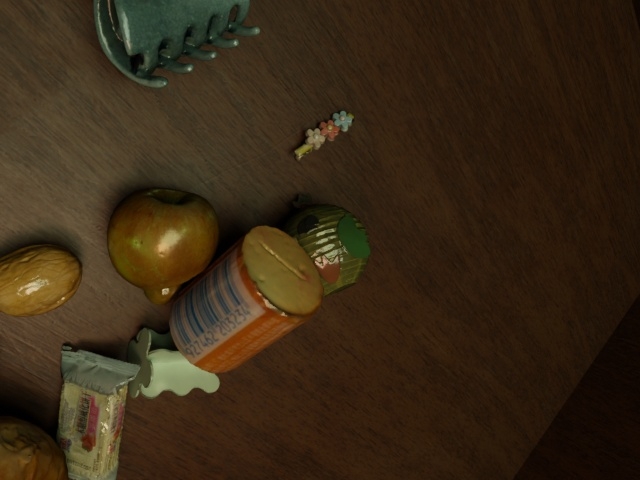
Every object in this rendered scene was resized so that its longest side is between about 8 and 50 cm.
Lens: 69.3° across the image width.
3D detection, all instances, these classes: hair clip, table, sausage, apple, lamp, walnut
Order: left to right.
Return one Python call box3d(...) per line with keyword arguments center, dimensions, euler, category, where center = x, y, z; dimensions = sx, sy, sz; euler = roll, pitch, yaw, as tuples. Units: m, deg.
box3d(center=(-0.568, 0.078, 0.925), dimensions=(0.180, 0.144, 0.144), euler=(-20, 113, -35), category="walnut")
box3d(center=(-0.367, 0.107, 1.082), dimensions=(0.074, 0.089, 0.089), euler=(45, 79, -19), category="apple")
box3d(center=(-0.337, -0.002, 1.003), dimensions=(0.236, 0.237, 0.208), euler=(-2, 117, -30), category="apple")
box3d(center=(-0.284, -0.457, 0.865), dimensions=(0.318, 0.391, 0.239), euler=(-45, 133, -32), category="hair clip")
box3d(center=(-0.340, 0.291, 1.118), dimensions=(0.198, 0.166, 0.167), euler=(10, 98, -40), category="table")
box3d(center=(-0.171, 0.137, 1.043), dimensions=(0.233, 0.233, 0.287), euler=(28, 127, -33), category="sausage")
box3d(center=(0.000, 0.000, 1.196), dimensions=(0.250, 0.250, 0.285), euler=(-14, 76, -27), category="lamp")
box3d(center=(0.013, -0.285, 1.222), dimensions=(0.213, 0.056, 0.062), euler=(-40, 87, -15), category="hair clip")

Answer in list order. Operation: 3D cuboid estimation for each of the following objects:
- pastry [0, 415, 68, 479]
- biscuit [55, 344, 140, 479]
box3d(center=(-0.670, 0.531, 0.857), dimensions=(0.244, 0.409, 0.410), euler=(10, 101, 10), category="pastry")
box3d(center=(-0.523, 0.402, 1.051), dimensions=(0.185, 0.079, 0.310), euler=(15, 100, 8), category="biscuit")
